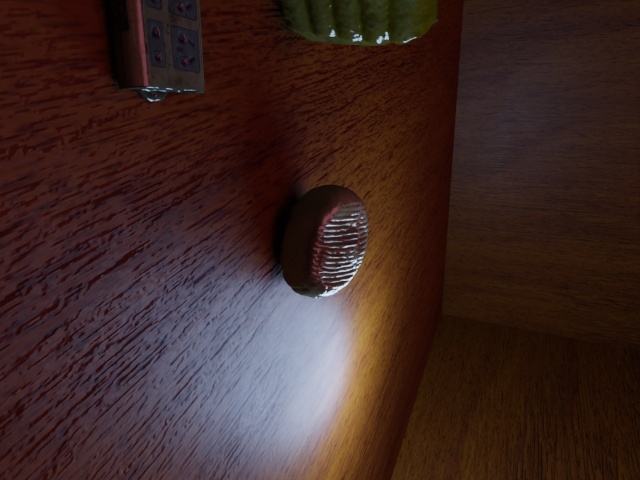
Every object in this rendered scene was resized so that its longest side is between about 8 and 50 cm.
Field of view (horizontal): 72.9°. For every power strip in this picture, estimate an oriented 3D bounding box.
[{"bbox_3d":[-0.144,-0.259,0.372,0.092,0.035,0.267,-31,125,-61],"label":"power strip"}]

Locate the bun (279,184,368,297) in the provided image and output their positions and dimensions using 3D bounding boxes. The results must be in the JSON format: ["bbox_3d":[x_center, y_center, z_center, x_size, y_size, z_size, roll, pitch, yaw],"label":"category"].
[{"bbox_3d":[0.000,0.000,0.719,0.164,0.111,0.188,-14,114,-48],"label":"bun"}]

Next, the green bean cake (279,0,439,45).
[{"bbox_3d":[0.073,-0.385,0.602,0.124,0.233,0.236,71,35,-57],"label":"green bean cake"}]
